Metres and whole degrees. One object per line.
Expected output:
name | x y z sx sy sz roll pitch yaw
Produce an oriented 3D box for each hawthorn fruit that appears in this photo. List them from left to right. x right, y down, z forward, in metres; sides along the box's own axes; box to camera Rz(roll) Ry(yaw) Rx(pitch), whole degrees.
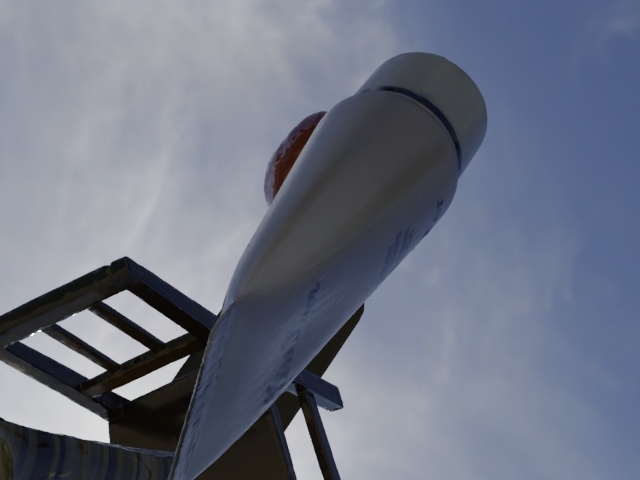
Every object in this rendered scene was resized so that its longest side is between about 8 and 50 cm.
hawthorn fruit | 0.020 -0.038 1.104 0.125 0.140 0.125 -4 -58 -6

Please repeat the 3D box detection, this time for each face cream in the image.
face cream | 0.000 0.000 0.755 0.089 0.314 0.143 30 -47 10

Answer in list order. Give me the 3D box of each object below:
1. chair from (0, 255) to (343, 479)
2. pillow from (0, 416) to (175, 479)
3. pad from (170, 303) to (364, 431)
chair | -0.121 0.219 1.360 0.203 0.416 0.240 -25 -122 19
pillow | -0.207 0.225 0.978 0.052 0.212 0.208 33 -87 34
pad | -0.075 0.142 1.695 0.181 0.267 0.004 31 -6 36
